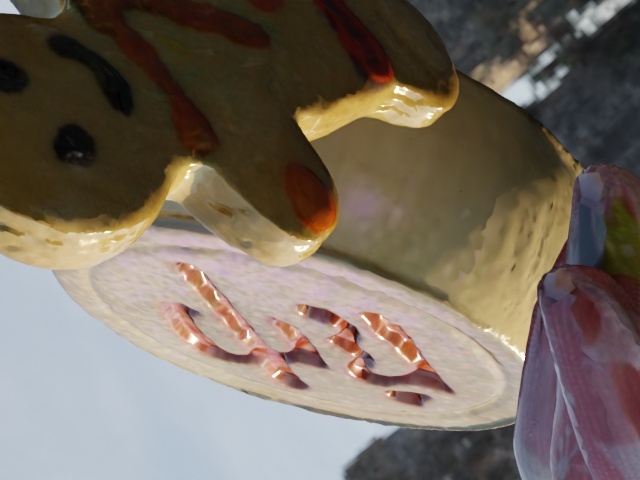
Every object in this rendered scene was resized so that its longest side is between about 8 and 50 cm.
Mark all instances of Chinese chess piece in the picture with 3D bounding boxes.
[{"bbox_3d":[0.000,0.000,0.738,0.270,0.270,0.112,36,-117,-40],"label":"Chinese chess piece"}]

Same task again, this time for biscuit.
[{"bbox_3d":[-0.043,-0.061,0.502,0.153,0.030,0.234,48,-139,8],"label":"biscuit"}]

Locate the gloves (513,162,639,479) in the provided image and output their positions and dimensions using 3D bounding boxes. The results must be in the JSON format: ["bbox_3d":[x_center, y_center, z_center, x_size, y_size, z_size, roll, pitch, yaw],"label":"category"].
[{"bbox_3d":[0.122,0.079,0.453,0.241,0.126,0.145,30,-173,-42],"label":"gloves"}]
